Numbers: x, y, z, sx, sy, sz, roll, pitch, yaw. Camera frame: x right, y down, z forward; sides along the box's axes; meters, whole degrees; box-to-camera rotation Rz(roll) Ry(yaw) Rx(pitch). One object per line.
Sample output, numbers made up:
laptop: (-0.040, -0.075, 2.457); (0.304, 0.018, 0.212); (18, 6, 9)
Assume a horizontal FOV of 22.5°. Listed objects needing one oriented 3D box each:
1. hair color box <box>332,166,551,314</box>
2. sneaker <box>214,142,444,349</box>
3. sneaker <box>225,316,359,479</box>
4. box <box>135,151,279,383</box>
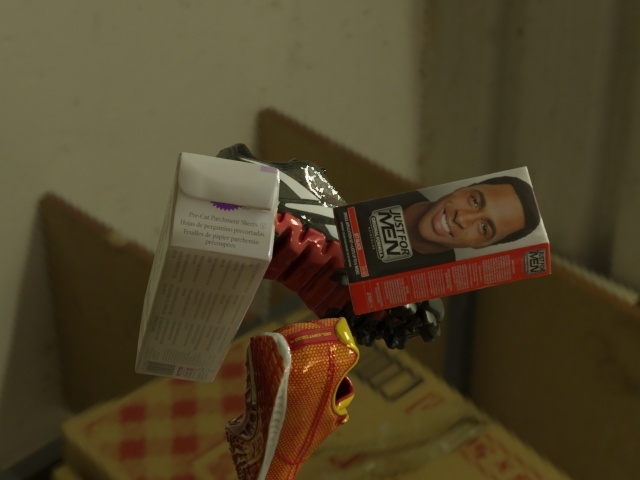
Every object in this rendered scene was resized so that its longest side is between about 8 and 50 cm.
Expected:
hair color box: (0.085, 0.000, 1.133); (0.043, 0.141, 0.072); (77, 1, -54)
sneaker: (0.000, 0.000, 1.467); (0.276, 0.135, 0.097); (27, -45, -20)
sneaker: (-0.015, 0.109, 0.935); (0.175, 0.067, 0.064); (112, -37, -53)
box: (-0.084, 0.029, 1.107); (0.324, 0.067, 0.063); (116, -20, -70)
